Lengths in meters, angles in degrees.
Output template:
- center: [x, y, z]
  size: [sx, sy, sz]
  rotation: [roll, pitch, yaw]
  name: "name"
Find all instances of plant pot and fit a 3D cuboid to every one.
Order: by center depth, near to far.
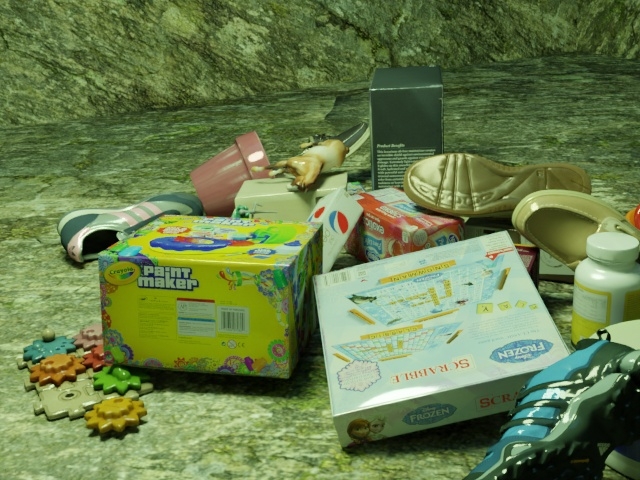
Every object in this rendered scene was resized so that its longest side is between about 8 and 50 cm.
- center: [-0.199, -0.132, 1.965]
  size: [0.180, 0.201, 0.201]
  rotation: [-22, 23, -5]
  name: "plant pot"

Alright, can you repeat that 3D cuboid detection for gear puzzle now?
- center: [-0.354, 0.202, 1.277]
  size: [0.175, 0.044, 0.339]
  rotation: [-13, 23, -24]
  name: "gear puzzle"

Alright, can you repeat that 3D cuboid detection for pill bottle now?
- center: [0.436, 0.086, 1.272]
  size: [0.103, 0.184, 0.103]
  rotation: [-2, 21, 1]
  name: "pill bottle"

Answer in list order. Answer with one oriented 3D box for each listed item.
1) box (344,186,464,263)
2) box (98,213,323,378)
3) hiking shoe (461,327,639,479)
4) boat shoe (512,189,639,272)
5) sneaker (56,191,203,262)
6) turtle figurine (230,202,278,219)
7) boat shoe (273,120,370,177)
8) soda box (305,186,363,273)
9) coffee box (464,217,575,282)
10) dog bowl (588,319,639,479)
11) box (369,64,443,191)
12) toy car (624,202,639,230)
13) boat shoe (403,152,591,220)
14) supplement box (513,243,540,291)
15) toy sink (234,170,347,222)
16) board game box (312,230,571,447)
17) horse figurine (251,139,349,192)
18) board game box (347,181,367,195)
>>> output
- center: [0.158, -0.010, 1.655]
  size: [0.128, 0.123, 0.257]
  rotation: [-13, 23, -25]
  name: "box"
- center: [-0.160, 0.077, 1.345]
  size: [0.289, 0.177, 0.279]
  rotation: [3, 14, 9]
  name: "box"
- center: [0.258, 0.227, 0.958]
  size: [0.304, 0.113, 0.132]
  rotation: [-35, 20, -10]
  name: "hiking shoe"
- center: [0.481, 0.020, 1.399]
  size: [0.341, 0.122, 0.110]
  rotation: [22, 31, -8]
  name: "boat shoe"
- center: [-0.394, -0.016, 1.815]
  size: [0.318, 0.112, 0.131]
  rotation: [-14, 40, -20]
  name: "sneaker"
- center: [-0.149, 0.036, 1.602]
  size: [0.234, 0.118, 0.175]
  rotation: [-23, 69, -40]
  name: "turtle figurine"
- center: [-0.001, -0.226, 2.140]
  size: [0.285, 0.092, 0.103]
  rotation: [-35, 15, -1]
  name: "boat shoe"
- center: [0.000, 0.000, 1.587]
  size: [0.074, 0.069, 0.216]
  rotation: [-29, 24, 47]
  name: "soda box"
- center: [0.410, 0.004, 1.615]
  size: [0.246, 0.098, 0.141]
  rotation: [7, 23, 26]
  name: "coffee box"
- center: [0.463, 0.202, 1.074]
  size: [0.264, 0.104, 0.265]
  rotation: [-3, 20, 1]
  name: "dog bowl"
- center: [0.216, -0.264, 2.082]
  size: [0.182, 0.294, 0.296]
  rotation: [0, 20, 7]
  name: "box"
- center: [0.637, -0.011, 1.567]
  size: [0.159, 0.136, 0.182]
  rotation: [-8, 21, -15]
  name: "toy car"
- center: [0.330, -0.087, 1.595]
  size: [0.341, 0.123, 0.123]
  rotation: [1, -17, 11]
  name: "boat shoe"
- center: [0.313, 0.085, 1.408]
  size: [0.080, 0.104, 0.188]
  rotation: [5, 22, 21]
  name: "supplement box"
- center: [-0.052, -0.059, 1.806]
  size: [0.234, 0.131, 0.153]
  rotation: [-6, 18, 4]
  name: "toy sink"
- center: [0.159, 0.128, 1.207]
  size: [0.318, 0.066, 0.318]
  rotation: [-13, 33, 3]
  name: "board game box"
- center: [-0.019, -0.170, 1.817]
  size: [0.174, 0.066, 0.263]
  rotation: [2, 21, 42]
  name: "horse figurine"
- center: [0.011, -0.099, 2.038]
  size: [0.201, 0.035, 0.136]
  rotation: [-7, 21, -9]
  name: "board game box"
